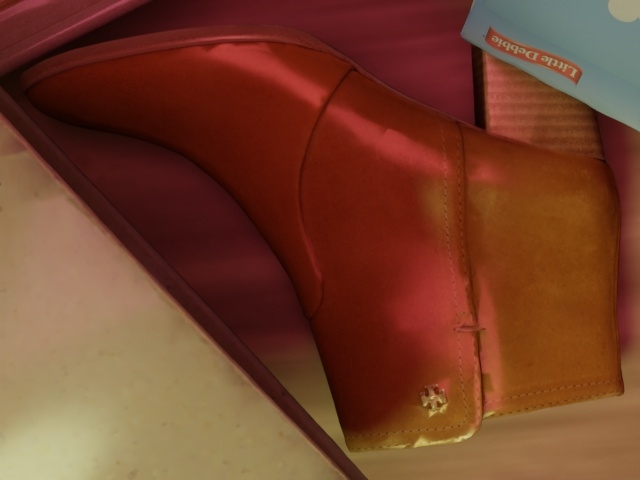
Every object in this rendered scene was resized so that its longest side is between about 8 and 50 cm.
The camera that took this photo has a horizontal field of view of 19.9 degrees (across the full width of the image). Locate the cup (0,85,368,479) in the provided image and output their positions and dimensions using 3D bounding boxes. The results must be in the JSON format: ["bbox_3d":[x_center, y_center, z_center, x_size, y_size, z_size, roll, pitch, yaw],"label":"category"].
[{"bbox_3d":[-0.160,0.083,0.777,0.237,0.331,0.331,-42,85,-2],"label":"cup"}]

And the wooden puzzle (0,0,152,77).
[{"bbox_3d":[-0.152,-0.203,0.921,0.239,0.044,0.221,-28,71,9],"label":"wooden puzzle"}]

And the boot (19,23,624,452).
[{"bbox_3d":[0.001,0.000,0.899,0.295,0.104,0.211,-3,90,4],"label":"boot"}]

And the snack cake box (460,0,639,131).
[{"bbox_3d":[0.218,-0.107,0.838,0.264,0.089,0.152,28,57,6],"label":"snack cake box"}]
